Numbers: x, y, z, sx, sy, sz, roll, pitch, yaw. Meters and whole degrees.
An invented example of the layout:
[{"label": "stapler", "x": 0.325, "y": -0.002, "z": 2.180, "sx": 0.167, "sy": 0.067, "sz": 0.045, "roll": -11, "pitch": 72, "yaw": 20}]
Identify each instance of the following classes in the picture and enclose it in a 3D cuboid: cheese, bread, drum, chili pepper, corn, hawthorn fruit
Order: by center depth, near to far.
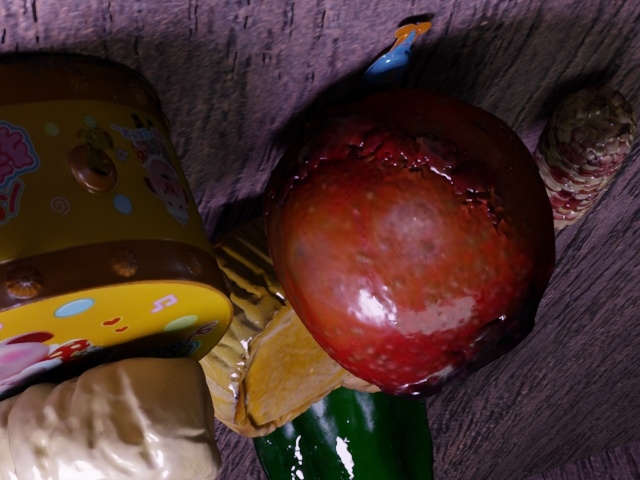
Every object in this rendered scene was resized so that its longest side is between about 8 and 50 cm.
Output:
[{"label": "drum", "x": -0.300, "y": 0.037, "z": 1.612, "sx": 0.431, "sy": 0.214, "sz": 0.431, "roll": -20, "pitch": 161, "yaw": -7}, {"label": "cheese", "x": -0.194, "y": 0.182, "z": 1.631, "sx": 0.214, "sy": 0.117, "sz": 0.226, "roll": -13, "pitch": 165, "yaw": -8}, {"label": "cheese", "x": 0.072, "y": -0.175, "z": 1.739, "sx": 0.047, "sy": 0.017, "sz": 0.111, "roll": -15, "pitch": 160, "yaw": -28}, {"label": "hawthorn fruit", "x": 0.091, "y": 0.003, "z": 1.801, "sx": 0.316, "sy": 0.316, "sz": 0.316, "roll": -19, "pitch": 161, "yaw": -7}, {"label": "bread", "x": -0.048, "y": 0.084, "z": 1.993, "sx": 0.253, "sy": 0.142, "sz": 0.227, "roll": -27, "pitch": 144, "yaw": -34}, {"label": "corn", "x": 0.287, "y": -0.087, "z": 2.092, "sx": 0.098, "sy": 0.098, "sz": 0.290, "roll": -18, "pitch": 165, "yaw": -10}, {"label": "chili pepper", "x": 0.039, "y": 0.271, "z": 2.550, "sx": 0.248, "sy": 0.257, "sz": 0.233, "roll": -12, "pitch": 171, "yaw": -29}]

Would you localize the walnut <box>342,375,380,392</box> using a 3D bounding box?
[{"label": "walnut", "x": 0.078, "y": 0.081, "z": 2.178, "sx": 0.213, "sy": 0.213, "sz": 0.213, "roll": -19, "pitch": 161, "yaw": -7}]
